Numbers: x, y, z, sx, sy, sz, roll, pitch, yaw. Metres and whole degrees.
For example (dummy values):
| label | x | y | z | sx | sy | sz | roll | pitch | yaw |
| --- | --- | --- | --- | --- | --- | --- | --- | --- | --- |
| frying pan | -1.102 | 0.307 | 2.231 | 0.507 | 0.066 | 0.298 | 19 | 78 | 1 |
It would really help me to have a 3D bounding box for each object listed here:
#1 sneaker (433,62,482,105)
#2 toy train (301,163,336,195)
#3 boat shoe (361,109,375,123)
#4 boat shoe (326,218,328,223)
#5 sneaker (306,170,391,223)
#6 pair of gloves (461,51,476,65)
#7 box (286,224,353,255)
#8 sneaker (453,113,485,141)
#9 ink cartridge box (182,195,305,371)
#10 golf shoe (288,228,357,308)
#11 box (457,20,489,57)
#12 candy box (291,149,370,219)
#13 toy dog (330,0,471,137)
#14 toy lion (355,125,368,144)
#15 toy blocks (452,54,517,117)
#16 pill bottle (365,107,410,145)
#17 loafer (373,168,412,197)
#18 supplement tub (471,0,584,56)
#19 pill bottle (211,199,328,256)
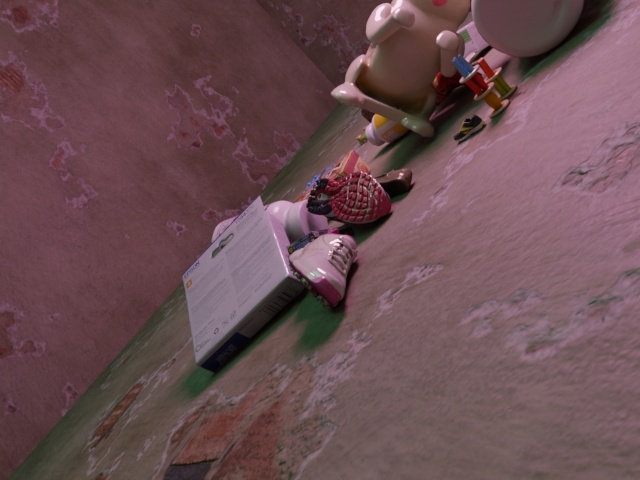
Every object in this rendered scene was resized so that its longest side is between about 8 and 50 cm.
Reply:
| label | x | y | z | sx | sy | sz | roll | pitch | yaw |
| --- | --- | --- | --- | --- | --- | --- | --- | --- | --- |
| sneaker | 0.352 | -0.436 | 1.822 | 0.119 | 0.107 | 0.279 | -68 | 19 | 2 |
| toy train | 0.007 | -0.167 | 2.096 | 0.105 | 0.080 | 0.184 | -27 | 21 | 40 |
| boat shoe | 0.269 | -0.539 | 2.364 | 0.116 | 0.123 | 0.324 | -50 | 14 | -31 |
| boat shoe | -0.024 | -0.026 | 1.799 | 0.133 | 0.049 | 0.042 | -36 | 19 | 48 |
| sneaker | 0.082 | -0.094 | 1.541 | 0.299 | 0.111 | 0.121 | 17 | 86 | 63 |
| pair of gloves | 0.380 | -0.493 | 2.016 | 0.204 | 0.042 | 0.240 | -45 | 11 | 1 |
| box | 0.000 | 0.000 | 1.507 | 0.137 | 0.027 | 0.094 | -11 | -13 | -47 |
| sneaker | 0.318 | -0.247 | 1.411 | 0.083 | 0.035 | 0.031 | -33 | 16 | 45 |
| ink cartridge box | -0.201 | 0.099 | 1.595 | 0.324 | 0.071 | 0.330 | -44 | 37 | 17 |
| golf shoe | 0.014 | 0.041 | 1.297 | 0.140 | 0.115 | 0.306 | -41 | 13 | 1 |
| box | 0.479 | -0.626 | 1.979 | 0.102 | 0.087 | 0.101 | -34 | 10 | -11 |
| candy box | -0.002 | -0.115 | 1.919 | 0.316 | 0.087 | 0.183 | -38 | 14 | 26 |
| toy dog | 0.256 | -0.520 | 1.679 | 0.408 | 0.284 | 0.395 | -66 | -5 | 23 |
| toy lion | 0.189 | -0.407 | 2.405 | 0.096 | 0.034 | 0.100 | -19 | 28 | 49 |
| toy blocks | 0.347 | -0.352 | 1.394 | 0.054 | 0.148 | 0.123 | -32 | 18 | 46 |
| pill bottle | 0.219 | -0.357 | 1.950 | 0.184 | 0.103 | 0.103 | -30 | 19 | 49 |
| loafer | 0.167 | -0.133 | 1.509 | 0.050 | 0.056 | 0.148 | -49 | 22 | -21 |
| supplement tub | 0.488 | -0.587 | 1.496 | 0.235 | 0.235 | 0.325 | -35 | 16 | 39 |
| pill bottle | -0.133 | -0.010 | 1.744 | 0.301 | 0.169 | 0.169 | -16 | 27 | 34 |
